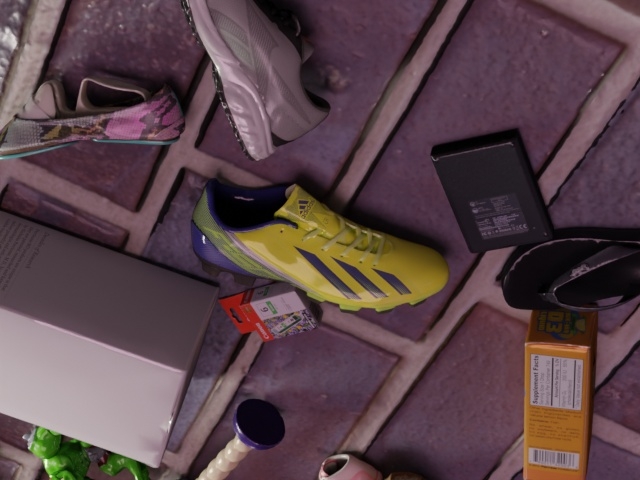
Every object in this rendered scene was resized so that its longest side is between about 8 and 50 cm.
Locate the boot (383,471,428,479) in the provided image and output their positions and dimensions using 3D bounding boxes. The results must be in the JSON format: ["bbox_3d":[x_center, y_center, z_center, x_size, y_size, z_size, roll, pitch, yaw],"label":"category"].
[{"bbox_3d":[0.063,0.415,1.815,0.269,0.089,0.236,-41,151,19],"label":"boot"}]

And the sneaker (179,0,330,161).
[{"bbox_3d":[-0.073,-0.212,1.339,0.108,0.100,0.271,-23,121,1],"label":"sneaker"}]

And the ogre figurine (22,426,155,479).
[{"bbox_3d":[-0.307,0.289,1.820,0.118,0.097,0.197,-24,137,10],"label":"ogre figurine"}]

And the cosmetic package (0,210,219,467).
[{"bbox_3d":[-0.325,0.105,1.621,0.366,0.155,0.197,20,132,-3],"label":"cosmetic package"}]

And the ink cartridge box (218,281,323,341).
[{"bbox_3d":[-0.062,0.086,1.619,0.115,0.029,0.063,-16,124,25],"label":"ink cartridge box"}]

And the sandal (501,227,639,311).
[{"bbox_3d":[0.312,0.033,1.459,0.255,0.054,0.097,-10,126,22],"label":"sandal"}]

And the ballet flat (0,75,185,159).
[{"bbox_3d":[-0.253,-0.135,1.462,0.222,0.077,0.079,-4,110,12],"label":"ballet flat"}]

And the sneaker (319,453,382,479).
[{"bbox_3d":[0.010,0.320,1.785,0.134,0.051,0.070,-36,118,27],"label":"sneaker"}]

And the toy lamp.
[{"bbox_3d":[-0.142,0.310,1.799,0.080,0.080,0.274,29,131,-10],"label":"toy lamp"}]

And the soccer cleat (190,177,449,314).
[{"bbox_3d":[-0.001,0.001,1.491,0.289,0.093,0.121,11,125,5],"label":"soccer cleat"}]

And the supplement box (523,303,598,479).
[{"bbox_3d":[0.275,0.178,1.579,0.080,0.078,0.233,7,130,13],"label":"supplement box"}]

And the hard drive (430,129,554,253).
[{"bbox_3d":[0.181,-0.050,1.444,0.094,0.022,0.135,-10,126,22],"label":"hard drive"}]
